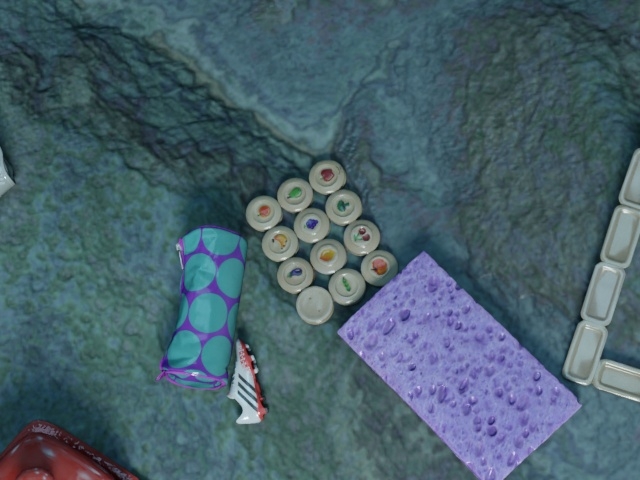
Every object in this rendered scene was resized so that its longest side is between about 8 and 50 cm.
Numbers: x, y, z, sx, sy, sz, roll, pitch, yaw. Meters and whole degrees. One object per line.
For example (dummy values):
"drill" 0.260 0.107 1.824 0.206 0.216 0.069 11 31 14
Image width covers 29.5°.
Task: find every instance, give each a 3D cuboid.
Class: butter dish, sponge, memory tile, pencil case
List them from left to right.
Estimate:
"butter dish" -0.251 0.240 1.098 0.159 0.118 0.160 30 61 14
"pencil case" -0.113 0.065 1.174 0.070 0.064 0.152 9 74 -7
"memory tile" 0.000 0.000 1.206 0.113 0.012 0.148 -29 73 -2
"sponge" 0.129 0.121 1.145 0.117 0.031 0.210 -43 74 -6

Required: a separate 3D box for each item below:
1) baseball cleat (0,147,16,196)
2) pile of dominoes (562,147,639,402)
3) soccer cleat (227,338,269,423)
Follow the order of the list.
"baseball cleat" -0.369 -0.032 1.233 0.109 0.072 0.206 1 77 1
"pile of dominoes" 0.358 0.043 1.148 0.196 0.040 0.251 19 85 12
"soccer cleat" -0.075 0.136 1.168 0.035 0.029 0.083 -16 77 -2
